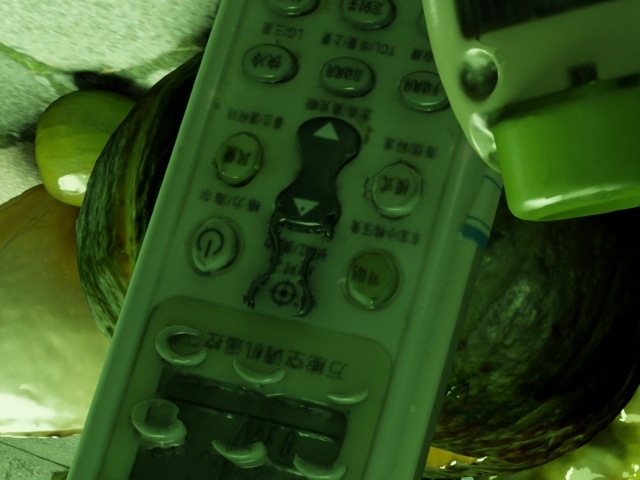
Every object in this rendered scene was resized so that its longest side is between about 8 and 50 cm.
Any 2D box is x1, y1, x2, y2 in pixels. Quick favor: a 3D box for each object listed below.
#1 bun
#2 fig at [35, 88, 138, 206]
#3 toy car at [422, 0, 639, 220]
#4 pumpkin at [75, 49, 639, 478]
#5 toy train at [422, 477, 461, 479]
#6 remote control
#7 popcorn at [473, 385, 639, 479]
[{"bbox_3d":[-0.146,0.032,1.261,0.299,0.165,0.299,-1,-177,0],"label":"bun"},{"bbox_3d":[-0.131,-0.058,1.135,0.088,0.074,0.074,-8,155,21],"label":"fig"},{"bbox_3d":[0.163,-0.094,0.616,0.235,0.145,0.235,-10,176,-1],"label":"toy car"},{"bbox_3d":[0.027,0.014,0.990,0.320,0.192,0.320,14,165,4],"label":"pumpkin"},{"bbox_3d":[0.002,0.169,1.288,0.138,0.178,0.330,61,178,-7],"label":"toy train"},{"bbox_3d":[0.000,0.000,0.716,0.128,0.335,0.065,13,165,16],"label":"remote control"},{"bbox_3d":[0.185,0.134,1.248,0.187,0.185,0.167,43,168,54],"label":"popcorn"}]
